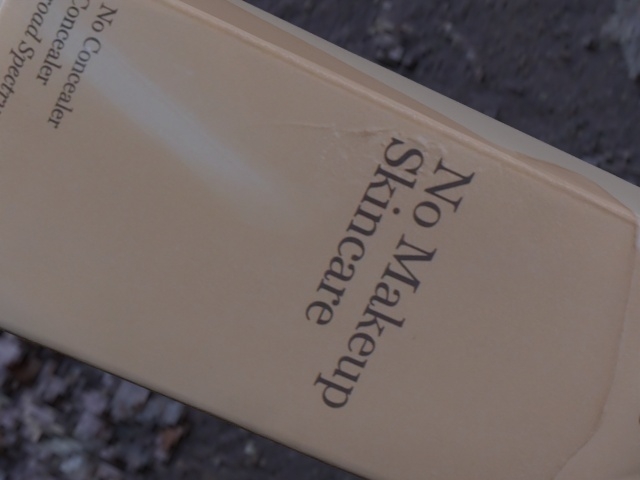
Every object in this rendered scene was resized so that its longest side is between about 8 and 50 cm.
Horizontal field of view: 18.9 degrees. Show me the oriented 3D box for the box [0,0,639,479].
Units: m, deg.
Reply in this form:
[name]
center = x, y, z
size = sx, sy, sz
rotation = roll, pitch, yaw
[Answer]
[box]
center = 0.000, 0.000, 0.767
size = 0.311, 0.121, 0.148
rotation = 23, 100, -13
